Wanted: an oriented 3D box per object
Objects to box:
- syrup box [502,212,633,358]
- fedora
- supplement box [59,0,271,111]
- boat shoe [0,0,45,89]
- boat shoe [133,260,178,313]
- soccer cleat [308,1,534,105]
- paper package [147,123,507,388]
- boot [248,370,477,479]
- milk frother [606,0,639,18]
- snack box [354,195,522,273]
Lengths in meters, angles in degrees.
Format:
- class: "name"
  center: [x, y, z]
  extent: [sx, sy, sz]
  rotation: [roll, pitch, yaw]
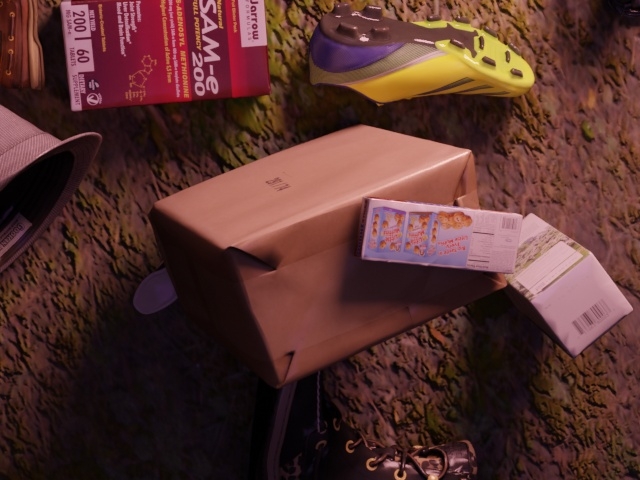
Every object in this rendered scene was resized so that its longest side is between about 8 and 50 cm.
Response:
- class: "syrup box"
  center: [0.284, 0.051, 1.647]
  extent: [0.093, 0.237, 0.096]
  rotation: [-39, 104, 1]
- class: "fedora"
  center: [-0.386, -0.064, 1.526]
  extent: [0.124, 0.243, 0.275]
  rotation: [44, 131, 7]
- class: "supplement box"
  center: [-0.184, -0.229, 1.593]
  extent: [0.239, 0.073, 0.130]
  rotation: [-6, 103, -9]
- class: "boat shoe"
  center: [-0.359, -0.263, 1.561]
  extent: [0.060, 0.064, 0.178]
  rotation: [-5, 106, -10]
- class: "boat shoe"
  center: [-0.184, 0.041, 1.670]
  extent: [0.046, 0.038, 0.125]
  rotation: [41, 92, -6]
- class: "soccer cleat"
  center: [0.122, -0.214, 1.654]
  extent: [0.289, 0.093, 0.121]
  rotation: [9, 131, -16]
- class: "paper package"
  center: [0.000, 0.000, 1.526]
  extent: [0.309, 0.325, 0.168]
  rotation: [-23, 107, -15]
- class: "boot"
  center: [0.057, 0.272, 1.709]
  extent: [0.284, 0.138, 0.378]
  rotation: [4, 105, -9]
- class: "milk frother"
  center: [0.389, -0.335, 1.632]
  extent: [0.129, 0.135, 0.143]
  rotation: [-25, 104, 29]
- class: "snack box"
  center: [0.124, -0.005, 1.382]
  extent: [0.178, 0.022, 0.064]
  rotation: [6, 97, -22]
